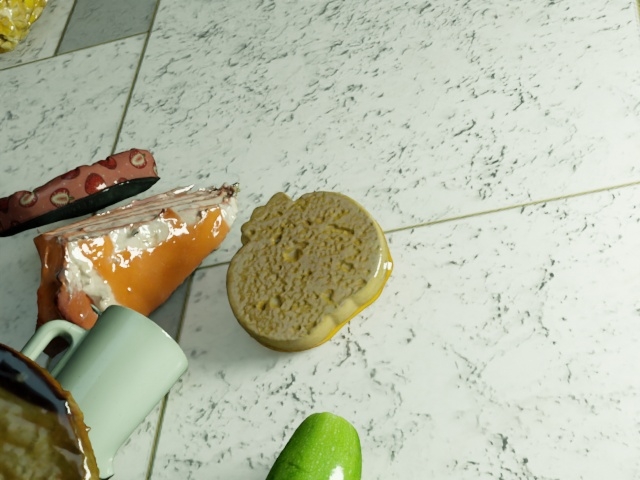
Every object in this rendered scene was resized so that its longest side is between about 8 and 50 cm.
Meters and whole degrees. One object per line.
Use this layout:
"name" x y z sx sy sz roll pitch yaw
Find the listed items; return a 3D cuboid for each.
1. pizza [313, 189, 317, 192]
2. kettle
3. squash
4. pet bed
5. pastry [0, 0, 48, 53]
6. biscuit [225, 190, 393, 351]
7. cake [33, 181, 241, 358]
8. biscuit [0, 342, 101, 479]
"pizza" -0.013 0.003 1.342 0.099 0.029 0.100 -41 39 -6
"kettle" -0.214 0.137 1.226 0.098 0.127 0.148 0 46 53
"squash" -0.026 0.251 1.030 0.082 0.082 0.292 -2 45 26
"pet bed" -0.279 -0.050 1.451 0.201 0.053 0.201 -21 3 1
"pastry" -0.469 -0.364 1.915 0.154 0.102 0.250 -3 45 27
"biscuit" -0.015 0.027 1.280 0.170 0.050 0.170 -9 60 16
"cake" -0.196 0.001 1.379 0.098 0.135 0.287 -2 33 47
"biscuit" -0.343 0.237 1.145 0.318 0.040 0.318 -5 70 13
